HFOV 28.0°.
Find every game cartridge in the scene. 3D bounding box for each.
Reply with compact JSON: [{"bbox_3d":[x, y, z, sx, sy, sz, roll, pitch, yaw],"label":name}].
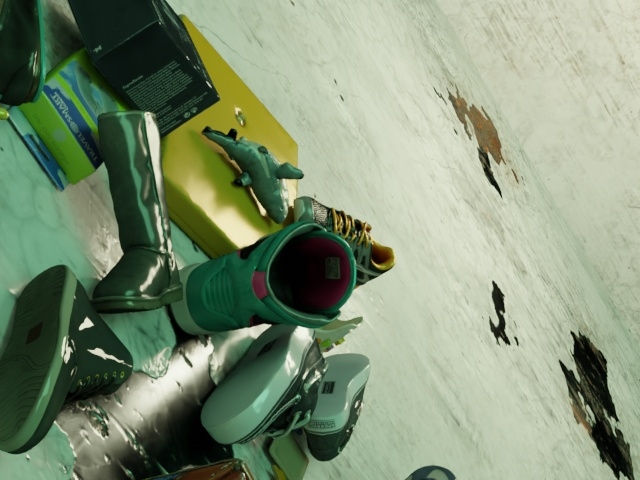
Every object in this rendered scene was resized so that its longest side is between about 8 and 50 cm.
[{"bbox_3d":[-0.127,-0.102,1.690,0.285,0.052,0.324,48,30,-36],"label":"game cartridge"}]

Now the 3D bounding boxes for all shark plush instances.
[{"bbox_3d":[-0.086,-0.092,1.640,0.161,0.073,0.067,50,58,-42],"label":"shark plush"}]

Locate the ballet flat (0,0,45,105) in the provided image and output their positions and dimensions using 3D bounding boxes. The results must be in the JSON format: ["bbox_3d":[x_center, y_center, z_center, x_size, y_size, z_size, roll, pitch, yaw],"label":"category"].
[{"bbox_3d":[-0.331,-0.266,1.340,0.096,0.095,0.280,12,52,-24],"label":"ballet flat"}]

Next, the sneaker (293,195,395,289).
[{"bbox_3d":[0.030,-0.006,1.782,0.215,0.083,0.084,40,39,-51],"label":"sneaker"}]

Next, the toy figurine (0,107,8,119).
[{"bbox_3d":[-0.370,-0.133,1.128,0.217,0.191,0.362,86,-13,-57],"label":"toy figurine"}]

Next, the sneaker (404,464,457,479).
[{"bbox_3d":[0.105,0.346,1.639,0.131,0.112,0.319,63,21,-10],"label":"sneaker"}]

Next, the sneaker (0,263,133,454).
[{"bbox_3d":[-0.227,0.128,1.167,0.118,0.083,0.222,52,24,-30],"label":"sneaker"}]

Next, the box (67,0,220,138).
[{"bbox_3d":[-0.211,-0.233,1.505,0.158,0.093,0.156,50,10,-52],"label":"box"}]

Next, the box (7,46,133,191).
[{"bbox_3d":[-0.269,-0.138,1.411,0.109,0.042,0.178,57,22,-17],"label":"box"}]

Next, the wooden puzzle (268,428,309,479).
[{"bbox_3d":[-0.040,0.260,1.539,0.078,0.014,0.116,65,22,-11],"label":"wooden puzzle"}]

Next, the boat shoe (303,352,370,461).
[{"bbox_3d":[0.022,0.214,1.650,0.228,0.080,0.076,-69,157,-72],"label":"boat shoe"}]

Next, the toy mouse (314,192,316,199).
[{"bbox_3d":[0.000,0.000,1.878,0.161,0.031,0.143,14,54,-63],"label":"toy mouse"}]

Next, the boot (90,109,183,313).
[{"bbox_3d":[-0.200,-0.032,1.342,0.189,0.076,0.208,-30,117,-81],"label":"boot"}]

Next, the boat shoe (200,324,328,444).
[{"bbox_3d":[-0.050,0.180,1.490,0.102,0.108,0.301,60,15,-8],"label":"boat shoe"}]

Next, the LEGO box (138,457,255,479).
[{"bbox_3d":[-0.110,0.445,0.760,0.372,0.193,0.500,-29,94,-41],"label":"LEGO box"}]

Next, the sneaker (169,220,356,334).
[{"bbox_3d":[-0.025,0.036,1.520,0.295,0.178,0.124,-21,99,-57],"label":"sneaker"}]

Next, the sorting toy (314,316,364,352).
[{"bbox_3d":[0.021,0.123,1.734,0.045,0.075,0.083,65,22,1],"label":"sorting toy"}]
